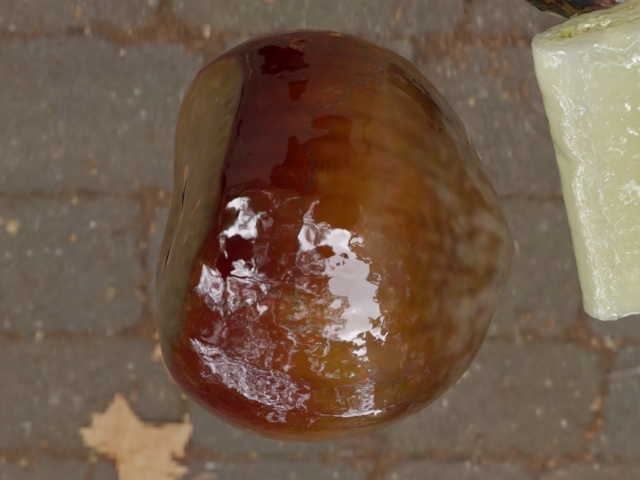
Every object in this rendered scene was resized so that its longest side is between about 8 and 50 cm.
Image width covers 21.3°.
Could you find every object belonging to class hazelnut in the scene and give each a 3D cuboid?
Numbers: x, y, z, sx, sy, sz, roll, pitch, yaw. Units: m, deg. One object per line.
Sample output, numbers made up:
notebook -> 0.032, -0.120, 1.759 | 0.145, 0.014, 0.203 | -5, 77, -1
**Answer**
hazelnut -> 0.000, 0.000, 1.663 | 0.359, 0.409, 0.359 | 11, 153, 5

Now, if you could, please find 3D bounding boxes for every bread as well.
bread -> 0.197, -0.053, 0.952 | 0.139, 0.060, 0.178 | -15, 118, -2

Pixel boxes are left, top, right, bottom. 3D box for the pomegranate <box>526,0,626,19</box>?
pomegranate -> 0.184, -0.253, 1.166 | 0.198, 0.198, 0.246 | -34, 148, 24
